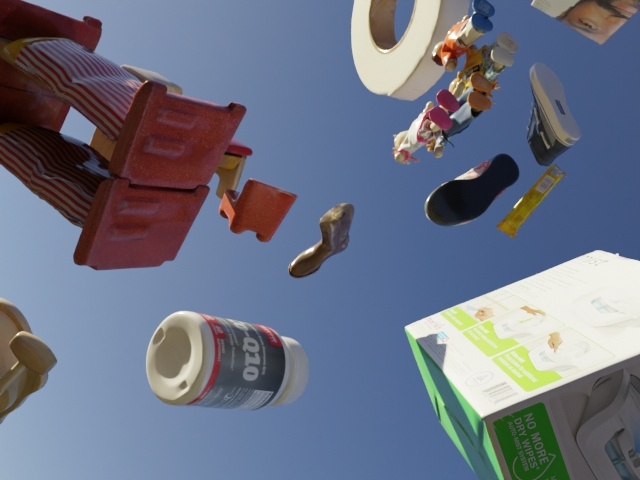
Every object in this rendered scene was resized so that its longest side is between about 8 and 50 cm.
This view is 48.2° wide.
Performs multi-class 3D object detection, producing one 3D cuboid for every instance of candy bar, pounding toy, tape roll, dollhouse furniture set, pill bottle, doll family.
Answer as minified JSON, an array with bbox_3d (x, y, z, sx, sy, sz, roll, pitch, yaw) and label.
[{"bbox_3d":[0.394,-0.075,1.329,0.040,0.161,0.018,42,2,28],"label":"candy bar"},{"bbox_3d":[-0.482,0.178,0.963,0.269,0.155,0.154,-39,-93,23],"label":"pounding toy"},{"bbox_3d":[0.184,-0.503,1.548,0.392,0.072,0.392,-177,-90,-65],"label":"tape roll"},{"bbox_3d":[-0.137,-0.094,0.698,0.201,0.374,0.152,33,-75,22],"label":"dollhouse furniture set"},{"bbox_3d":[-0.159,0.227,1.308,0.161,0.283,0.161,-12,-110,36],"label":"pill bottle"},{"bbox_3d":[0.200,-0.201,1.030,0.118,0.263,0.163,28,-20,-9],"label":"doll family"}]

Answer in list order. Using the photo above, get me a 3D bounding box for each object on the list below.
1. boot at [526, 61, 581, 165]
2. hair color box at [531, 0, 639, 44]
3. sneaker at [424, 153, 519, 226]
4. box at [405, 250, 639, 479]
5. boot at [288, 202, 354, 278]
[{"bbox_3d":[0.400,-0.230,1.298,0.086,0.069,0.190,-49,-142,47],"label":"boot"},{"bbox_3d":[0.284,-0.267,0.704,0.093,0.053,0.167,30,-7,3],"label":"hair color box"},{"bbox_3d":[0.276,-0.077,1.438,0.090,0.270,0.145,56,-35,3],"label":"sneaker"},{"bbox_3d":[0.226,0.118,0.648,0.262,0.231,0.126,-132,-159,-80],"label":"box"},{"bbox_3d":[0.000,0.000,1.001,0.037,0.106,0.114,50,-18,17],"label":"boot"}]
